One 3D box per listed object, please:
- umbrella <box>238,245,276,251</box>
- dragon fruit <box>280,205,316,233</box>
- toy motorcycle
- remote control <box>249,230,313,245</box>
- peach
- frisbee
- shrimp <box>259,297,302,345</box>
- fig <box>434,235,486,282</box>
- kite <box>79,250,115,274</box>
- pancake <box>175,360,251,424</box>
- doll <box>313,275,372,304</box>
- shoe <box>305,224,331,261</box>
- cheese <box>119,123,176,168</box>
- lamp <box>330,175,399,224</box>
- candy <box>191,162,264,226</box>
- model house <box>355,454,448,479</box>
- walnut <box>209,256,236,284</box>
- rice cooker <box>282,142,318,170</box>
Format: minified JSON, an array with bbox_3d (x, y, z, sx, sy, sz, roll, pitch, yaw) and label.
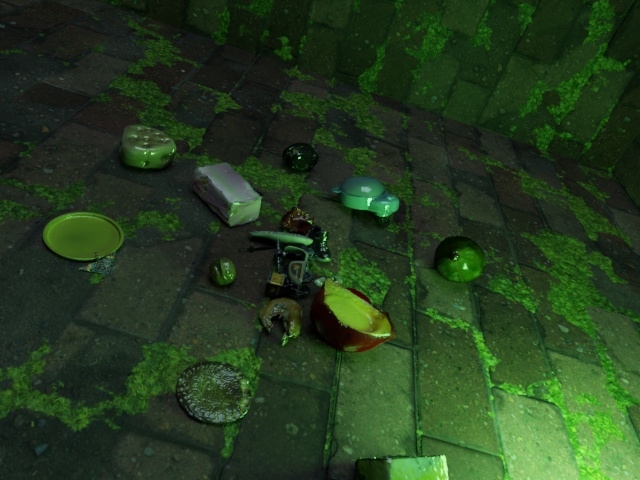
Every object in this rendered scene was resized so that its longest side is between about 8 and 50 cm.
[{"bbox_3d":[-0.218,0.027,1.839,0.148,0.022,0.022,-4,79,-30],"label":"umbrella"},{"bbox_3d":[-0.083,-0.058,1.981,0.131,0.097,0.063,35,37,-13],"label":"dragon fruit"},{"bbox_3d":[-0.093,0.092,1.757,0.157,0.091,0.263,14,35,-3],"label":"toy motorcycle"},{"bbox_3d":[-0.140,-0.007,1.881,0.229,0.044,0.073,6,7,0],"label":"remote control"},{"bbox_3d":[0.087,0.259,1.570,0.267,0.154,0.159,30,42,1],"label":"peach"},{"bbox_3d":[-0.744,-0.015,1.643,0.235,0.017,0.236,14,37,-10],"label":"frisbee"},{"bbox_3d":[-0.119,0.244,1.590,0.132,0.052,0.188,-6,34,-3],"label":"shrimp"},{"bbox_3d":[0.526,0.065,1.969,0.195,0.195,0.245,37,-4,22],"label":"fig"},{"bbox_3d":[-0.658,0.071,1.567,0.122,0.004,0.090,-27,70,-41],"label":"kite"},{"bbox_3d":[-0.270,0.387,1.341,0.199,0.021,0.199,13,36,-10],"label":"pancake"},{"bbox_3d":[0.093,0.192,1.712,0.217,0.085,0.183,35,16,28],"label":"doll"},{"bbox_3d":[0.000,0.000,1.911,0.071,0.099,0.169,1,40,-28],"label":"shoe"},{"bbox_3d":[-0.680,-0.362,2.045,0.217,0.117,0.235,20,34,-2],"label":"cheese"},{"bbox_3d":[0.200,-0.187,2.211,0.284,0.147,0.209,37,37,21],"label":"lamp"},{"bbox_3d":[-0.352,-0.180,1.963,0.155,0.116,0.265,-20,52,-41],"label":"candy"},{"bbox_3d":[0.199,0.610,1.210,0.193,0.170,0.212,8,65,-27],"label":"model house"},{"bbox_3d":[-0.310,0.098,1.651,0.092,0.092,0.092,13,36,-10],"label":"walnut"},{"bbox_3d":[-0.089,-0.374,2.349,0.165,0.112,0.106,-14,54,-37],"label":"rice cooker"}]
